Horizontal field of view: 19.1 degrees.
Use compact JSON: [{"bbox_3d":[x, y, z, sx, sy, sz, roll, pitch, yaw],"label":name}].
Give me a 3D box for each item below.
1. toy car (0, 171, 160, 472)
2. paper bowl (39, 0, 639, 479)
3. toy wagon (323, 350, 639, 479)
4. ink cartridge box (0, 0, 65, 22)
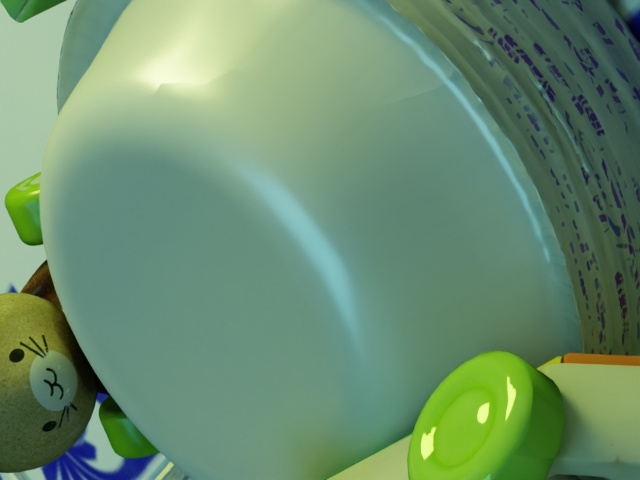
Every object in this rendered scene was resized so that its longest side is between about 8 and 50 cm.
[{"bbox_3d":[-0.135,0.065,0.927,0.149,0.188,0.155,-4,113,50],"label":"toy car"},{"bbox_3d":[0.000,0.000,0.766,0.284,0.148,0.284,27,134,32],"label":"paper bowl"},{"bbox_3d":[0.130,0.124,0.670,0.267,0.068,0.344,33,134,-28],"label":"toy wagon"},{"bbox_3d":[-0.099,-0.215,0.761,0.160,0.092,0.219,55,143,2],"label":"ink cartridge box"}]
